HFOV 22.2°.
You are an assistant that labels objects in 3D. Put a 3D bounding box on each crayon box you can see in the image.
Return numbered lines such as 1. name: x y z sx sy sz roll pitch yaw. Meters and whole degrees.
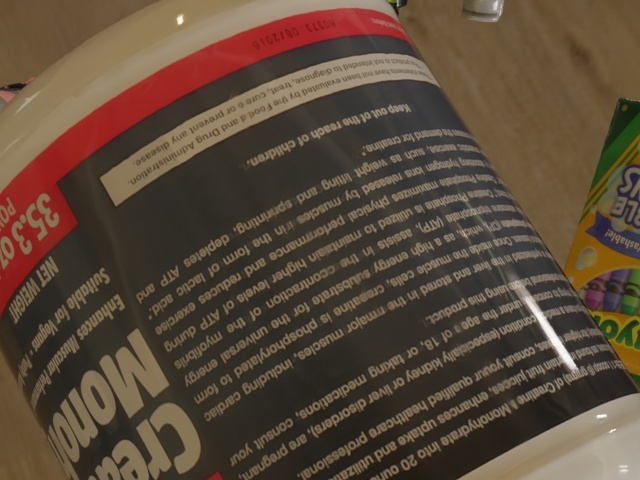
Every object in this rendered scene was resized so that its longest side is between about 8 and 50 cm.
1. crayon box: 0.354 0.032 1.654 0.203 0.083 0.323 17 90 43

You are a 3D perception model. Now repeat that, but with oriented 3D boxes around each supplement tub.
1. supplement tub: 0.004 0.058 0.583 0.191 0.191 0.272 -26 73 -17

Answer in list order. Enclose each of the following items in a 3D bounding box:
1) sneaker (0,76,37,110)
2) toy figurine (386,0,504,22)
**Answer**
1. sneaker: -0.272 -0.086 1.370 0.319 0.112 0.131 16 46 -34
2. toy figurine: 0.071 -0.292 1.522 0.213 0.148 0.209 -9 26 -29
